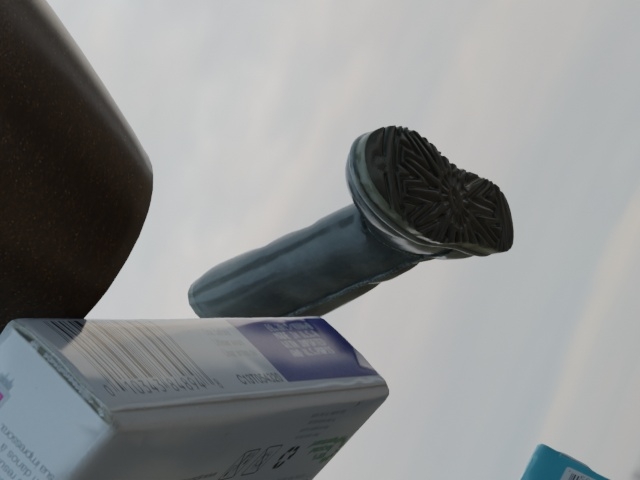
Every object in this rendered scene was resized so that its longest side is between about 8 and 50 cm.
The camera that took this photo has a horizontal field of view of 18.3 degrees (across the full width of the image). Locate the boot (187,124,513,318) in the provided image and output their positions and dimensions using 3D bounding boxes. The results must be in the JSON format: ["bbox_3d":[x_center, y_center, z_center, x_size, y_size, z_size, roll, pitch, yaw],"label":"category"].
[{"bbox_3d":[-0.001,0.002,1.296,0.190,0.209,0.076,30,-127,-52],"label":"boot"}]

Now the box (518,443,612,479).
[{"bbox_3d":[0.138,0.247,1.253,0.060,0.101,0.244,-51,-18,-49],"label":"box"}]

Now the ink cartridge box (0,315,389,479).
[{"bbox_3d":[-0.140,0.170,0.899,0.330,0.071,0.324,-48,-16,12],"label":"ink cartridge box"}]

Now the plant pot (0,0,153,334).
[{"bbox_3d":[-0.184,-0.055,0.771,0.215,0.230,0.215,-36,34,29],"label":"plant pot"}]
